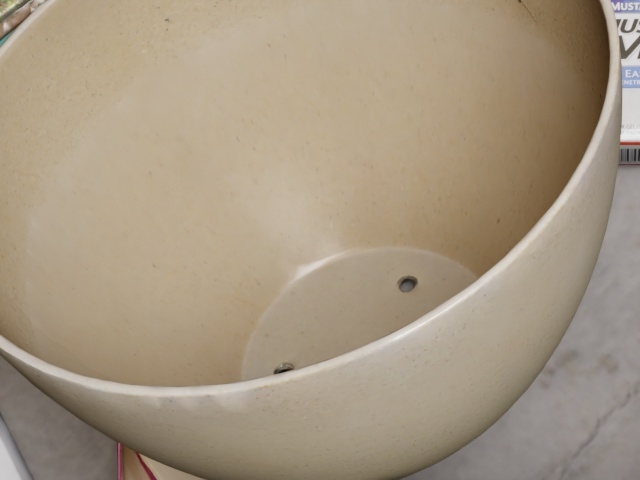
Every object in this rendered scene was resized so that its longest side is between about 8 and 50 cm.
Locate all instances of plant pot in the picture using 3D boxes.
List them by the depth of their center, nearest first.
[{"bbox_3d":[0.000,0.000,0.602,0.284,0.191,0.284,-10,49,12],"label":"plant pot"}]

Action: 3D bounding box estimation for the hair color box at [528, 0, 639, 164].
[{"bbox_3d":[0.153,-0.124,0.667,0.093,0.053,0.167,0,80,13],"label":"hair color box"}]

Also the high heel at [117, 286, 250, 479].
[{"bbox_3d":[-0.075,0.126,0.653,0.082,0.117,0.244,-3,80,12],"label":"high heel"}]

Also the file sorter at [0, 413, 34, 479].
[{"bbox_3d":[-0.301,0.087,0.680,0.192,0.173,0.278,-32,76,6],"label":"file sorter"}]

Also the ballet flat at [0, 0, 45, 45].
[{"bbox_3d":[-0.091,-0.153,0.716,0.348,0.123,0.123,-39,75,4],"label":"ballet flat"}]
